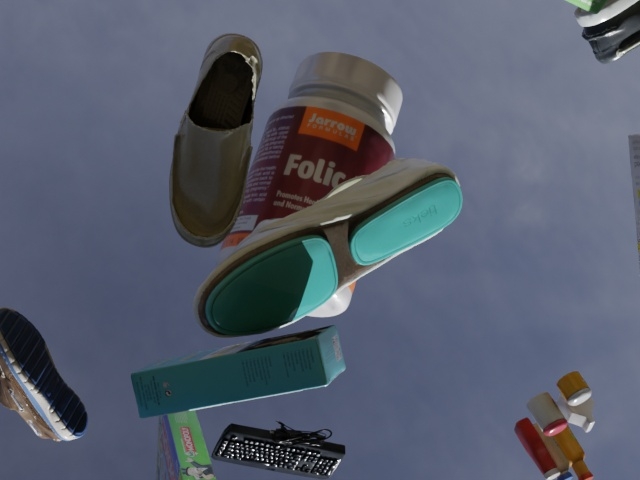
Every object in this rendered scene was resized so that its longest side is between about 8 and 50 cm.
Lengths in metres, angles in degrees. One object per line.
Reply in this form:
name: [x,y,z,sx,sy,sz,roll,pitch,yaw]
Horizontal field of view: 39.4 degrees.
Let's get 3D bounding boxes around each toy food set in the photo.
toy food set: [0.374,0.301,1.369,0.111,0.232,0.104,-21,-122,-11]

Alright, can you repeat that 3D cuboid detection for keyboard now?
keyboard: [-0.056,0.313,1.311,0.192,0.100,0.038,14,-151,-19]

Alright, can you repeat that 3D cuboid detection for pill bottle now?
pill bottle: [-0.006,-0.094,1.462,0.224,0.224,0.392,27,-111,-24]

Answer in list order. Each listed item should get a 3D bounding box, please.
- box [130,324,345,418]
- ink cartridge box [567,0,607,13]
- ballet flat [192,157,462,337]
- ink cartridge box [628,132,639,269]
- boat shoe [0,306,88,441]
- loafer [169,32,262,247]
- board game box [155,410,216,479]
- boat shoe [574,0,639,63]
box: [-0.100,0.161,1.102,0.100,0.244,0.060,-13,-90,-75]
ink cartridge box: [0.323,-0.431,1.039,0.201,0.278,0.117,7,-142,-40]
ballet flat: [0.000,0.000,1.170,0.400,0.139,0.139,-27,-102,-19]
ink cartridge box: [0.557,-0.022,1.182,0.197,0.198,0.270,-8,-86,-16]
boat shoe: [-0.341,0.161,1.022,0.066,0.066,0.183,-71,-41,-63]
loafer: [-0.132,-0.122,1.088,0.102,0.268,0.092,9,-174,-2]
board game box: [-0.188,0.365,1.230,0.046,0.213,0.317,1,-164,-16]
boat shoe: [0.512,-0.367,1.303,0.091,0.302,0.114,60,-179,-23]
